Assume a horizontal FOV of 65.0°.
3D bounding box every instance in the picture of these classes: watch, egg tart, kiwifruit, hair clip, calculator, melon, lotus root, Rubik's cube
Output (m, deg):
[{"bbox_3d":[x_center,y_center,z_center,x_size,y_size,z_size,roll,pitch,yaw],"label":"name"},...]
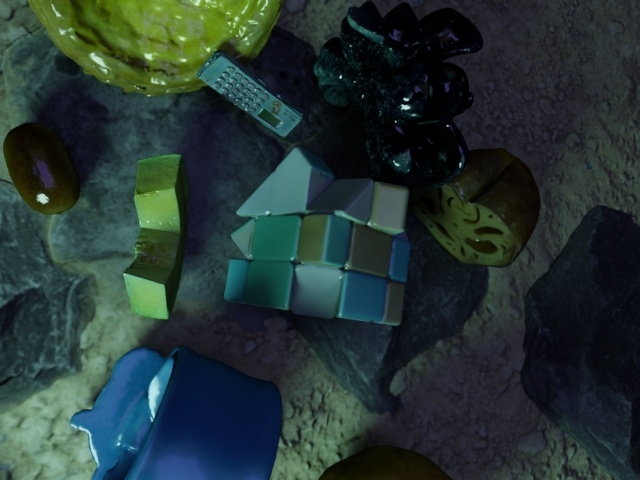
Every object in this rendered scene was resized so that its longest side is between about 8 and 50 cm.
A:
[{"bbox_3d":[-0.181,0.280,0.568,0.242,0.274,0.305,27,69,-17],"label":"watch"},{"bbox_3d":[-0.212,-0.362,0.663,0.346,0.345,0.132,-9,48,-22],"label":"egg tart"},{"bbox_3d":[-0.363,-0.093,0.655,0.075,0.075,0.124,-21,95,-22],"label":"kiwifruit"},{"bbox_3d":[0.104,-0.226,0.729,0.195,0.206,0.310,-7,52,-25],"label":"hair clip"},{"bbox_3d":[-0.100,-0.216,0.754,0.172,0.057,0.018,30,29,-38],"label":"calculator"},{"bbox_3d":[-0.219,-0.002,0.678,0.064,0.118,0.209,4,69,-7],"label":"melon"},{"bbox_3d":[0.276,-0.074,0.829,0.180,0.199,0.188,-44,106,-15],"label":"lotus root"},{"bbox_3d":[0.000,0.000,0.706,0.224,0.266,0.212,16,78,-46],"label":"Rubik's cube"}]

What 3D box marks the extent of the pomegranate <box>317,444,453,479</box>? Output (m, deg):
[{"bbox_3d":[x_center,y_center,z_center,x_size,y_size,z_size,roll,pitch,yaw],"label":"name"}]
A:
[{"bbox_3d":[0.097,0.409,0.674,0.265,0.264,0.264,3,82,-21],"label":"pomegranate"}]
